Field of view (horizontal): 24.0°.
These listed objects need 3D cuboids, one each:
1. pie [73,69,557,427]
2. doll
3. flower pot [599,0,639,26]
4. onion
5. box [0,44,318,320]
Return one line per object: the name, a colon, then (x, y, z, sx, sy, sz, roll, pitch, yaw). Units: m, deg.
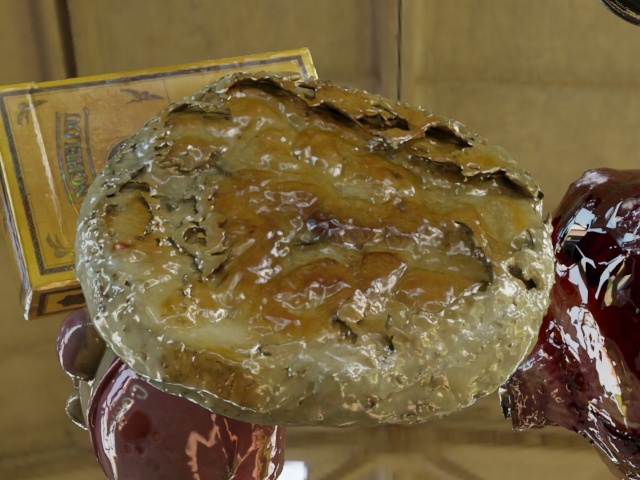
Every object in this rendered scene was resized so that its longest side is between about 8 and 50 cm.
pie: (0.000, 0.000, 0.842, 0.274, 0.274, 0.055, 3, -44, -1)
doll: (-0.091, 0.077, 0.967, 0.152, 0.256, 0.196, -3, -72, -6)
flower pot: (0.255, -0.230, 1.018, 0.157, 0.157, 0.107, 39, -26, -26)
onion: (0.228, 0.076, 1.059, 0.219, 0.252, 0.252, -22, -51, -13)
box: (-0.131, -0.055, 1.323, 0.302, 0.192, 0.084, -10, -22, -20)
